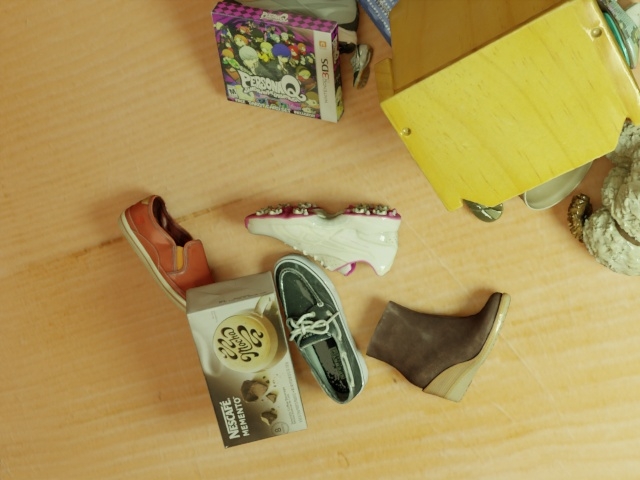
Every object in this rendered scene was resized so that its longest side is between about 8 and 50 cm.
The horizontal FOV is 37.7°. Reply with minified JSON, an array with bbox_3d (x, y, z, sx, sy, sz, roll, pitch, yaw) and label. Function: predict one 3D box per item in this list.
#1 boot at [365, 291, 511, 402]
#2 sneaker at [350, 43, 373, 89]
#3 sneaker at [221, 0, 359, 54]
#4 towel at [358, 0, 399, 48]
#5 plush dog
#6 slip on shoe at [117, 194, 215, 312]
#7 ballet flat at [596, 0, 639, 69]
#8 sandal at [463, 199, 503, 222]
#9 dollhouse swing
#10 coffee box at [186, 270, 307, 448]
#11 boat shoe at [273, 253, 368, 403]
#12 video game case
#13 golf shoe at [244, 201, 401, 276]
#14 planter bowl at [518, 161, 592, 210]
[{"bbox_3d":[0.215,0.164,1.731,0.207,0.090,0.248,30,111,10],"label":"boot"},{"bbox_3d":[0.071,-0.322,1.736,0.037,0.032,0.083,19,100,29],"label":"sneaker"},{"bbox_3d":[-0.053,-0.417,1.733,0.272,0.100,0.108,12,86,15],"label":"sneaker"},{"bbox_3d":[0.229,-0.485,1.654,0.336,0.040,0.243,-36,89,22],"label":"towel"},{"bbox_3d":[0.536,-0.033,1.555,0.262,0.210,0.225,35,133,11],"label":"plush dog"},{"bbox_3d":[-0.271,0.046,1.868,0.101,0.123,0.331,-42,80,16],"label":"slip on shoe"},{"bbox_3d":[0.483,-0.392,1.564,0.079,0.077,0.221,-35,87,-3],"label":"ballet flat"},{"bbox_3d":[0.269,-0.113,1.694,0.072,0.049,0.180,-32,103,26],"label":"sandal"},{"bbox_3d":[0.301,-0.289,1.543,0.347,0.305,0.315,-27,112,22],"label":"dollhouse swing"},{"bbox_3d":[-0.139,0.227,1.785,0.168,0.119,0.297,-13,111,-3],"label":"coffee box"},{"bbox_3d":[-0.012,0.172,1.802,0.113,0.105,0.306,-22,92,21],"label":"boat shoe"},{"bbox_3d":[-0.075,-0.324,1.714,0.232,0.042,0.210,14,142,16],"label":"video game case"},{"bbox_3d":[0.000,0.000,1.769,0.306,0.115,0.140,3,103,19],"label":"golf shoe"},{"bbox_3d":[0.374,-0.147,1.603,0.109,0.162,0.162,46,112,35],"label":"planter bowl"}]
